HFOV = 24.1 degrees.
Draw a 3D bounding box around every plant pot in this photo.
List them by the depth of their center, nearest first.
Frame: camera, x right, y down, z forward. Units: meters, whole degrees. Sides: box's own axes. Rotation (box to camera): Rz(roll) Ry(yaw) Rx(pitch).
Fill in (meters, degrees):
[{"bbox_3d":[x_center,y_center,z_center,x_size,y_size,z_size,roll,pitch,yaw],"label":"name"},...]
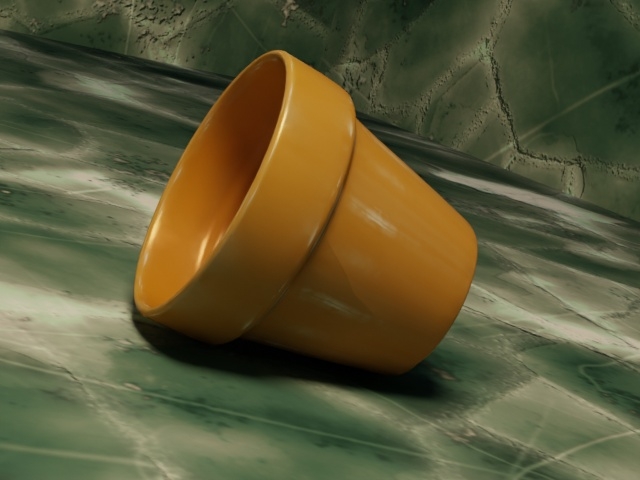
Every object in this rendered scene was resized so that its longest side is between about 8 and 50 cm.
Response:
[{"bbox_3d":[0.000,0.000,1.057,0.188,0.205,0.205,28,6,-20],"label":"plant pot"}]
